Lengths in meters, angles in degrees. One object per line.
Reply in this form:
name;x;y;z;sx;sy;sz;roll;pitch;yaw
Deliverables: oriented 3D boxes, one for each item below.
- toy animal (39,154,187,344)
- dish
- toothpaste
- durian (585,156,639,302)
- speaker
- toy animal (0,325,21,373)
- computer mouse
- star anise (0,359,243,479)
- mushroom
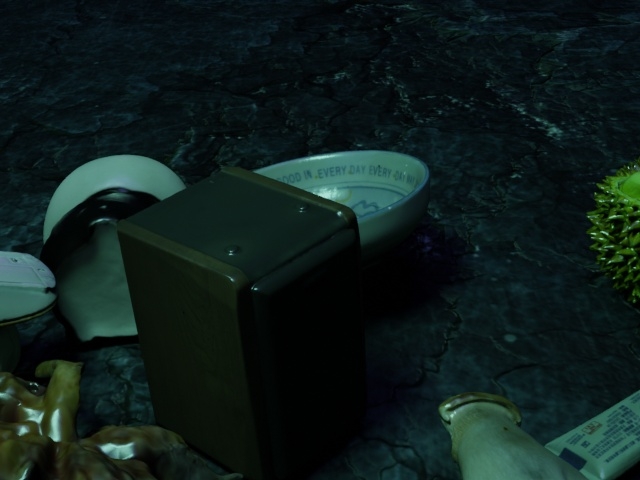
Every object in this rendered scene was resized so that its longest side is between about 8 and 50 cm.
toy animal;-0.232;-0.002;1.149;0.187;0.165;0.235;-8;28;-8
dish;0.000;0.000;1.138;0.273;0.134;0.273;-10;20;4
toothpaste;0.324;0.154;0.911;0.268;0.047;0.069;-23;53;-25
durian;0.398;-0.022;1.078;0.200;0.177;0.237;23;44;24
speaker;-0.068;0.078;0.914;0.192;0.231;0.153;20;38;37
toy animal;-0.436;0.140;0.975;0.266;0.188;0.308;7;13;-23
computer mouse;-0.379;0.044;0.952;0.245;0.056;0.126;4;21;-37
star anise;-0.214;0.177;0.803;0.292;0.109;0.349;29;10;8
mushroom;0.160;0.205;0.813;0.116;0.093;0.225;3;15;-25
